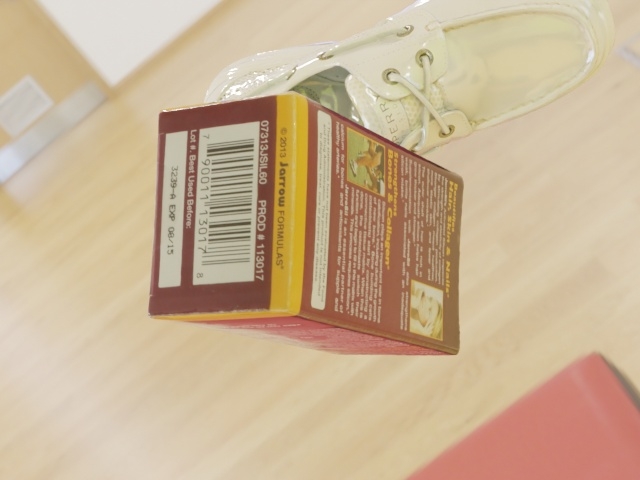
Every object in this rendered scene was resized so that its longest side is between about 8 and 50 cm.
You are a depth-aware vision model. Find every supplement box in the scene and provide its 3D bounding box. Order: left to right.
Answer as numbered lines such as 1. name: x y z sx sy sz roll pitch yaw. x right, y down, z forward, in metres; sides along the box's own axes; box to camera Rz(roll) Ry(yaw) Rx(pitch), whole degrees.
1. supplement box: 0.000 0.000 0.680 0.081 0.188 0.104 -4 78 30

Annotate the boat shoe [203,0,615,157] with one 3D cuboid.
1. boat shoe: 0.046 -0.086 0.822 0.277 0.098 0.096 -15 25 22
